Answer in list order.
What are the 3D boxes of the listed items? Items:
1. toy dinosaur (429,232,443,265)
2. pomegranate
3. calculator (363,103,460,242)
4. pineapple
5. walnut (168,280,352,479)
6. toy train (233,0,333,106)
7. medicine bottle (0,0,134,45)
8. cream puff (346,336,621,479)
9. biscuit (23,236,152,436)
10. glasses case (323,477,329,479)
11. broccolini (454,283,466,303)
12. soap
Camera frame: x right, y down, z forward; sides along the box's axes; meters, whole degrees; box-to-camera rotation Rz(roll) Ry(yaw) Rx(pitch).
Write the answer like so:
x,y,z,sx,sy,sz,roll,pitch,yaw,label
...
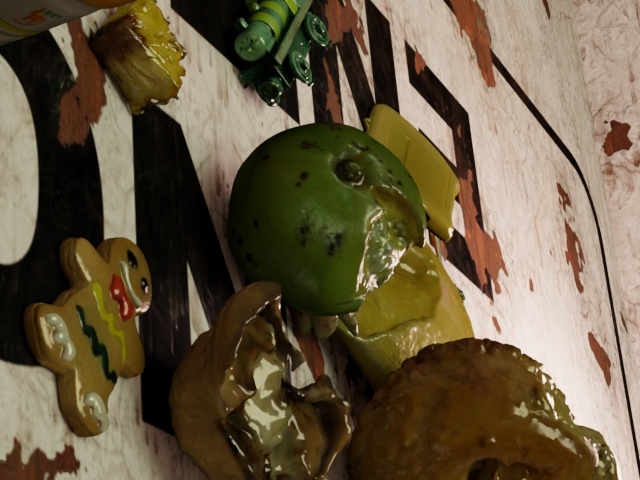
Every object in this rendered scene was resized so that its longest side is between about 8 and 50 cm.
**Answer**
x,y,z,sx,sy,sz,roll,pitch,yaw,label
0.165,-0.046,2.517,0.106,0.044,0.187,37,49,-49,toy dinosaur
0.000,0.000,1.885,0.302,0.236,0.236,97,-4,-53,pomegranate
0.144,-0.113,2.464,0.236,0.033,0.157,44,39,-29,calculator
-0.203,-0.211,1.705,0.116,0.069,0.137,19,49,-58,pineapple
-0.082,0.171,1.629,0.238,0.141,0.204,62,35,-34,walnut
-0.060,-0.266,2.067,0.132,0.083,0.200,53,28,-21,toy train
-0.265,-0.297,1.365,0.238,0.232,0.238,46,35,-49,medicine bottle
0.204,0.272,2.010,0.231,0.343,0.327,-108,-155,-58,cream puff
-0.209,0.073,1.523,0.240,0.035,0.158,-68,140,-56,biscuit
-0.010,0.309,1.826,0.197,0.049,0.076,47,35,-50,glasses case
0.158,0.052,2.425,0.239,0.051,0.054,42,48,-50,broccolini
0.130,0.129,2.206,0.427,0.115,0.306,53,27,-43,soap
